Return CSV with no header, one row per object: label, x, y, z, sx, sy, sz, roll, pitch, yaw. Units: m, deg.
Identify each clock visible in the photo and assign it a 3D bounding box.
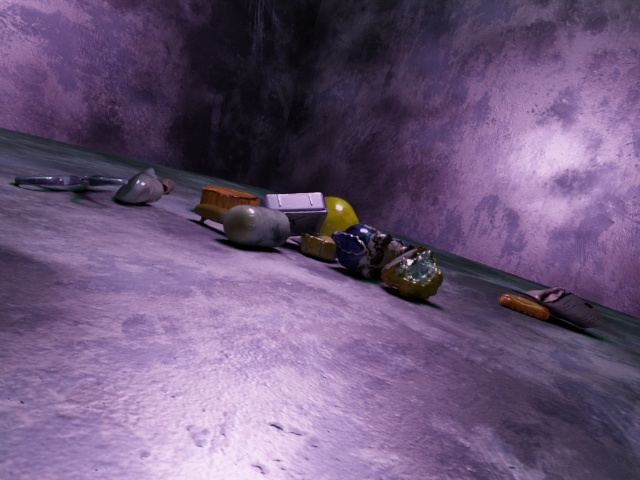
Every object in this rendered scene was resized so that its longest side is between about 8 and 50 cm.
clock,-0.087,-0.077,1.477,0.193,0.073,0.145,-3,-29,-18

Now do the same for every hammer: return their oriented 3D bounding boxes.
hammer,-0.246,-0.059,1.340,0.305,0.113,0.202,15,2,32

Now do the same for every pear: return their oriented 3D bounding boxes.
pear,0.070,-0.084,2.016,0.219,0.188,0.187,34,12,17

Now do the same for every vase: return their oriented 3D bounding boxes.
vase,-0.591,-0.204,1.828,0.053,0.053,0.101,16,12,-10

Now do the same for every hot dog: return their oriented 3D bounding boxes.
hot dog,0.672,0.216,1.590,0.165,0.045,0.071,20,9,23

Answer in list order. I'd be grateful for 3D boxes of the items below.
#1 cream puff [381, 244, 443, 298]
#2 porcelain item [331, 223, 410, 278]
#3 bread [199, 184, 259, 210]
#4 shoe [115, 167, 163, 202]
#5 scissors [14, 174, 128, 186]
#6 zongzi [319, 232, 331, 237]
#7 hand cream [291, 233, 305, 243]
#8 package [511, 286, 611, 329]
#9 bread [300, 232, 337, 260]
cream puff,0.243,0.096,1.263,0.156,0.156,0.121,15,-35,-13
porcelain item,0.143,0.023,1.411,0.186,0.138,0.288,30,11,38
bread,-0.310,-0.118,1.626,0.199,0.104,0.199,13,9,-2
shoe,-0.526,-0.150,1.430,0.100,0.103,0.251,52,6,-22
scissors,-0.638,-0.167,1.326,0.255,0.029,0.383,-1,9,-11
zongzi,0.000,0.000,1.750,0.076,0.040,0.083,13,22,31
hand cream,-0.042,-0.002,1.606,0.084,0.053,0.142,13,-2,-26
package,0.797,0.225,1.613,0.203,0.062,0.251,33,-15,-18
bread,0.005,0.020,1.453,0.117,0.064,0.156,23,7,13
